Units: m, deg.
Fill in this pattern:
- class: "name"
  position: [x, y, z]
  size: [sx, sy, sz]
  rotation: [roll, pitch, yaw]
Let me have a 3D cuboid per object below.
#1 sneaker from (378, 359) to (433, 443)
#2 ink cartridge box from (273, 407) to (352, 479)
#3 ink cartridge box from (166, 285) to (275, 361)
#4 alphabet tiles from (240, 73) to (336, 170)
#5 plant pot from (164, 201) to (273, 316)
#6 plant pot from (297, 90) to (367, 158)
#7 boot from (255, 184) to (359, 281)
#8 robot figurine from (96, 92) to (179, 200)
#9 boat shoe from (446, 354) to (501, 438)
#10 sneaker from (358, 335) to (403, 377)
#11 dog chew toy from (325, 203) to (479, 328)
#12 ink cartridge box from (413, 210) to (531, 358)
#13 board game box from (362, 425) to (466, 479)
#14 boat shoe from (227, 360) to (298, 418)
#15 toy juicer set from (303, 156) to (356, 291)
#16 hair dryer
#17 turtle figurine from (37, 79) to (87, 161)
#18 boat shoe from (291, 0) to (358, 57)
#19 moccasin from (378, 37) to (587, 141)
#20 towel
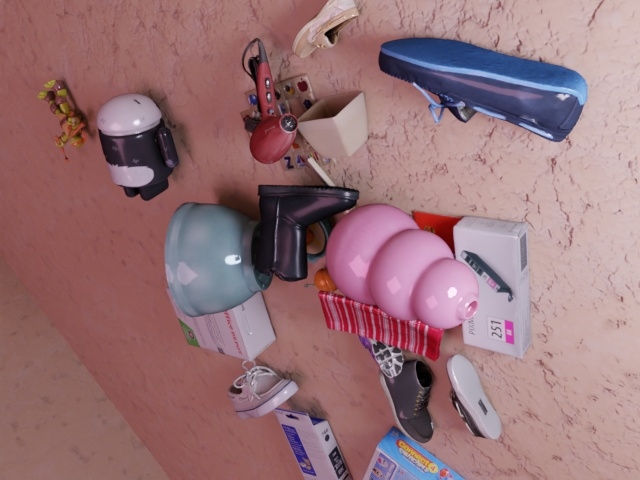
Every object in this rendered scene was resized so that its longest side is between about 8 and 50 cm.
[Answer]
- class: "sneaker"
  position: [0.232, 0.389, 1.441]
  size: [0.118, 0.083, 0.222]
  rotation: [-21, 100, 47]
- class: "ink cartridge box"
  position: [-0.020, 0.635, 1.853]
  size: [0.165, 0.065, 0.333]
  rotation: [-3, 116, 43]
- class: "ink cartridge box"
  position: [-0.292, 0.215, 1.772]
  size: [0.289, 0.121, 0.211]
  rotation: [5, 120, 40]
- class: "alphabet tiles"
  position: [-0.083, -0.251, 1.354]
  size: [0.237, 0.009, 0.198]
  rotation: [-2, 116, 43]
- class: "plant pot"
  position: [-0.232, 0.042, 1.516]
  size: [0.196, 0.293, 0.293]
  rotation: [-4, 117, 14]
- class: "plant pot"
  position: [0.034, -0.223, 1.201]
  size: [0.109, 0.109, 0.096]
  rotation: [1, 128, 42]
- class: "boot"
  position: [-0.031, -0.016, 1.300]
  size: [0.246, 0.094, 0.207]
  rotation: [3, 98, 26]
- class: "robot figurine"
  position: [-0.487, -0.250, 1.605]
  size: [0.173, 0.209, 0.278]
  rotation: [-111, 13, -58]
- class: "boat shoe"
  position: [0.321, 0.351, 1.339]
  size: [0.070, 0.078, 0.219]
  rotation: [-16, 107, 46]
- class: "sneaker"
  position: [0.138, 0.251, 1.447]
  size: [0.170, 0.068, 0.071]
  rotation: [60, 158, 25]
- class: "dog chew toy"
  position: [0.160, 0.058, 1.157]
  size: [0.332, 0.206, 0.207]
  rotation: [32, 136, 45]
- class: "ink cartridge box"
  position: [0.291, 0.083, 1.201]
  size: [0.239, 0.060, 0.275]
  rotation: [10, 123, 37]
- class: "board game box"
  position: [0.260, 0.697, 1.621]
  size: [0.302, 0.086, 0.308]
  rotation: [33, 135, 21]
- class: "boat shoe"
  position: [-0.199, 0.443, 1.850]
  size: [0.156, 0.136, 0.367]
  rotation: [57, 148, 1]
- class: "toy juicer set"
  position: [0.000, 0.000, 1.386]
  size: [0.209, 0.089, 0.329]
  rotation: [36, 135, 19]
- class: "hair dryer"
  position: [-0.118, -0.266, 1.225]
  size: [0.293, 0.080, 0.224]
  rotation: [-129, 30, -48]
- class: "turtle figurine"
  position: [-0.768, -0.374, 1.838]
  size: [0.269, 0.087, 0.217]
  rotation: [-24, 92, 57]
- class: "boat shoe"
  position: [0.008, -0.390, 1.135]
  size: [0.170, 0.063, 0.059]
  rotation: [-35, 85, 48]
- class: "moccasin"
  position: [0.240, -0.237, 0.974]
  size: [0.342, 0.137, 0.117]
  rotation: [27, 137, 28]
- class: "towel"
  position: [0.132, 0.188, 1.320]
  size: [0.274, 0.031, 0.199]
  rotation: [15, 156, 13]
